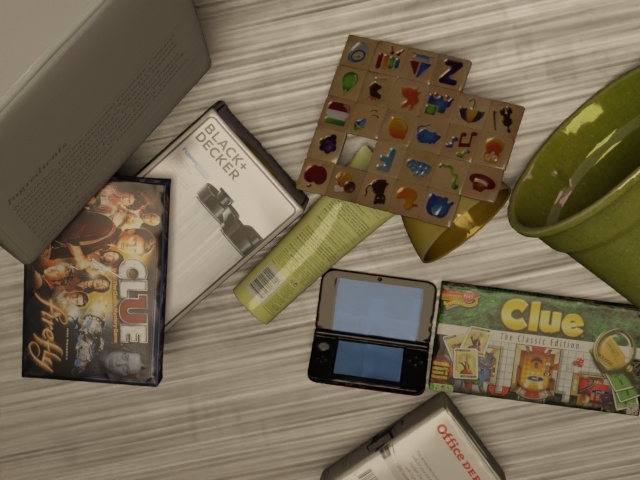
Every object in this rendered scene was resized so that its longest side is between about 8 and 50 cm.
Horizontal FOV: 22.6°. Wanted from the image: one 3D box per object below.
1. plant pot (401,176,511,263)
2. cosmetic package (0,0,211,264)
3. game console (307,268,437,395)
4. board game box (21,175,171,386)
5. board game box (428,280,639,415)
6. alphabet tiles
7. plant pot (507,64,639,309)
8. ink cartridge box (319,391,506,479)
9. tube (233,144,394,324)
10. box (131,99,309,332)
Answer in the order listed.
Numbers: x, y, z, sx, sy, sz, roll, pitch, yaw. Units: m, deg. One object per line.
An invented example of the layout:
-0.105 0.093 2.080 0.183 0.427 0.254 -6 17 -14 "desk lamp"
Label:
0.142 -0.052 1.888 0.134 0.134 0.095 -42 75 10 "plant pot"
-0.351 -0.229 1.675 0.329 0.394 0.327 40 81 10 "cosmetic package"
0.063 0.111 1.939 0.144 0.124 0.085 7 128 3 "game console"
-0.263 0.044 1.878 0.165 0.042 0.243 4 101 3 "board game box"
0.268 0.131 1.956 0.259 0.030 0.136 6 99 3 "board game box"
0.108 -0.125 1.852 0.237 0.009 0.198 15 80 22 "alphabet tiles"
0.398 -0.026 1.816 0.276 0.276 0.254 -42 106 10 "plant pot"
0.115 0.298 1.969 0.190 0.082 0.140 -35 97 8 "ink cartridge box"
0.000 0.000 1.938 0.240 0.070 0.062 -45 54 6 "tube"
-0.175 -0.012 1.928 0.290 0.087 0.169 -40 96 10 "box"
